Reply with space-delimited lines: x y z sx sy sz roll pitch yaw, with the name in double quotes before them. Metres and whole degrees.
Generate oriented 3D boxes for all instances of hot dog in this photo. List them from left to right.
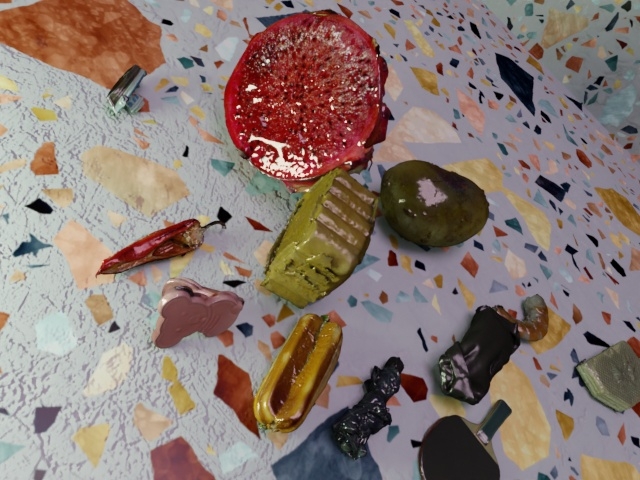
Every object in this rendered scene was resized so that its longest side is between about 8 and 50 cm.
"hot dog" -0.032 0.228 0.892 0.104 0.076 0.250 22 43 7

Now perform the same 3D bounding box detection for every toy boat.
"toy boat" -0.396 -0.306 1.047 0.066 0.059 0.140 47 38 -33

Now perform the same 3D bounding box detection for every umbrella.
"umbrella" 0.106 0.299 0.933 0.224 0.071 0.080 -43 114 -49

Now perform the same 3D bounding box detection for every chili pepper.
"chili pepper" -0.282 0.007 0.904 0.050 0.059 0.268 23 37 38

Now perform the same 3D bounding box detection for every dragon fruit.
"dragon fruit" -0.008 -0.286 1.116 0.386 0.371 0.249 52 13 17

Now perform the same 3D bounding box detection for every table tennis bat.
"table tennis bat" 0.304 0.415 1.006 0.301 0.022 0.173 -29 77 -41

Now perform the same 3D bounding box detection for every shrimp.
"shrimp" 0.512 0.182 1.297 0.166 0.049 0.161 24 50 -6

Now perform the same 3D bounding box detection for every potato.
"potato" 0.286 -0.087 1.248 0.307 0.173 0.210 8 52 -25

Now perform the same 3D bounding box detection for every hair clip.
"hair clip" -0.202 0.123 0.831 0.138 0.123 0.102 21 29 -14

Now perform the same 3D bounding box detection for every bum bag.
"bum bag" 0.351 0.249 1.122 0.326 0.080 0.142 -27 83 -45

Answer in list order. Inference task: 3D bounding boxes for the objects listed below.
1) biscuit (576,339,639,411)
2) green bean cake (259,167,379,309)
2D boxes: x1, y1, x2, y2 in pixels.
"biscuit" 0.791 0.362 1.337 0.252 0.052 0.150 -8 64 -36
"green bean cake" 0.000 0.000 0.968 0.131 0.224 0.229 33 49 -13
